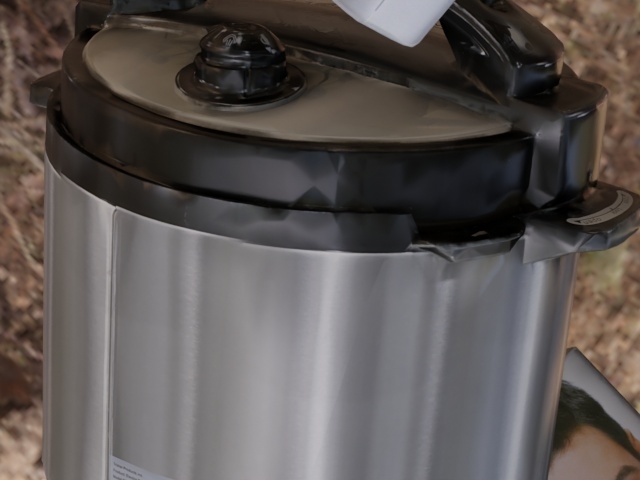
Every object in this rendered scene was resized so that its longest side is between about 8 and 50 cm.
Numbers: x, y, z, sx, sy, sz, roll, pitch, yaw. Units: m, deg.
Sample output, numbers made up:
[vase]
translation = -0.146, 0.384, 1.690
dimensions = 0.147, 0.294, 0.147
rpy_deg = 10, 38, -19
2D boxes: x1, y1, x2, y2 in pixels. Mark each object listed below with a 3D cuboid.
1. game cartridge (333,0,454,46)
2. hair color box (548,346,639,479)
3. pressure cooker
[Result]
[game cartridge]
translation = 0.073, -0.219, 0.714
dimensions = 0.060, 0.294, 0.196
rpy_deg = 27, 129, -13
[hair color box]
translation = 0.258, 0.287, 1.342
dimensions = 0.185, 0.374, 0.113
rpy_deg = -44, 179, -13
[pressure cooker]
translation = -0.002, 0.002, 1.101
dimensions = 0.369, 0.375, 0.420
rpy_deg = -2, 113, -13
